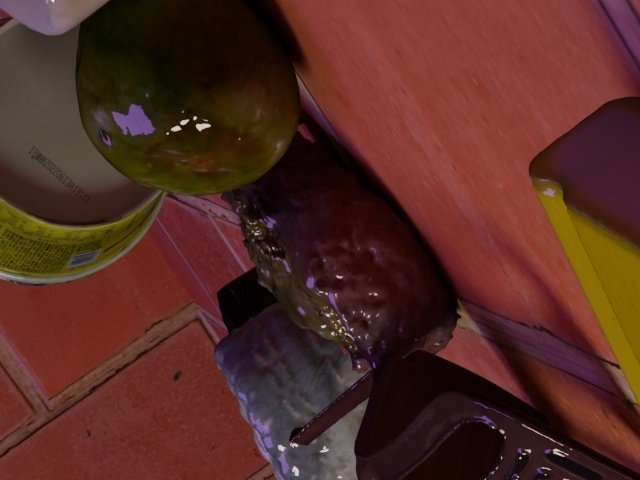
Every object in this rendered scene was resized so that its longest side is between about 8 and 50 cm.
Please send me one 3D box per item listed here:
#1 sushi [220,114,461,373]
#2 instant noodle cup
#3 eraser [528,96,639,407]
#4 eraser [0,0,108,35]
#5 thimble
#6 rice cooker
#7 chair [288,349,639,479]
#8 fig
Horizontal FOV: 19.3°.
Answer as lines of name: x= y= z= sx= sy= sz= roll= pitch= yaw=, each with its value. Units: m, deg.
sushi: x=0.006 y=0.001 z=1.441 sx=0.241 sy=0.107 sz=0.161 roll=56 pitch=168 yaw=-5
instant noodle cup: x=-0.275 y=-0.116 z=1.979 sx=0.311 sy=0.311 sz=0.221 roll=56 pitch=161 yaw=-5
eraser: x=0.183 y=0.055 z=0.791 sx=0.226 sy=0.069 sz=0.158 roll=61 pitch=171 yaw=-31
eraser: x=-0.230 y=-0.290 z=1.304 sx=0.331 sy=0.150 sz=0.331 roll=38 pitch=157 yaw=19
thimble: x=0.021 y=0.154 z=1.738 sx=0.205 sy=0.172 sz=0.250 roll=50 pitch=169 yaw=54
rice cooker: x=-0.049 y=0.099 z=2.091 sx=0.165 sy=0.106 sz=0.112 roll=42 pitch=165 yaw=40
chair: x=0.106 y=0.155 z=1.313 sx=0.175 sy=0.183 sz=0.326 roll=29 pitch=136 yaw=-14
fig: x=-0.114 y=-0.128 z=1.384 sx=0.233 sy=0.167 sz=0.167 roll=44 pitch=166 yaw=41
